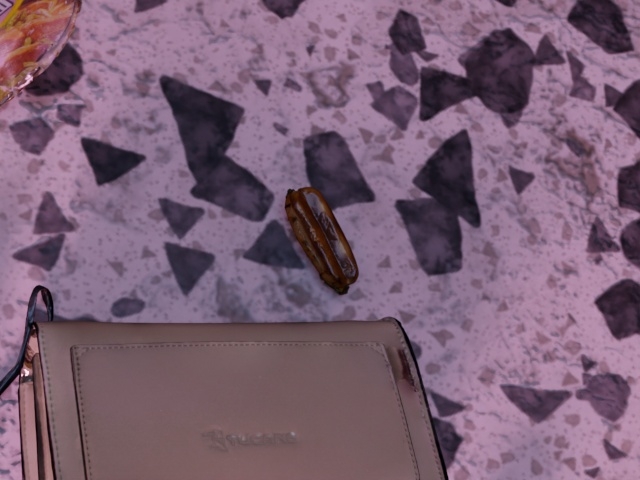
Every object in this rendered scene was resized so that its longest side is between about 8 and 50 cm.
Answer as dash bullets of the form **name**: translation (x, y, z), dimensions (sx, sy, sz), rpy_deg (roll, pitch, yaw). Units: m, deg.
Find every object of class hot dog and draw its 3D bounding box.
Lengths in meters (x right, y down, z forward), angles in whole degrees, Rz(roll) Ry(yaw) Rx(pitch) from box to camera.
- **hot dog**: translation (0.000, 0.000, 1.659), dimensions (0.049, 0.037, 0.122), rpy_deg (-21, 82, -29)

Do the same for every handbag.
- **handbag**: translation (-0.087, 0.185, 1.493), dimensions (0.358, 0.160, 0.237), rpy_deg (1, 57, -19)

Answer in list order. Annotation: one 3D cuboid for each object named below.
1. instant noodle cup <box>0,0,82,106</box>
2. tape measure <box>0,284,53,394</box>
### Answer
- **instant noodle cup**: translation (-0.428, -0.275, 1.529), dimensions (0.340, 0.340, 0.266), rpy_deg (-22, 66, -18)
- **tape measure**: translation (-0.339, 0.108, 1.552), dimensions (0.107, 0.104, 0.180), rpy_deg (22, 32, 20)
